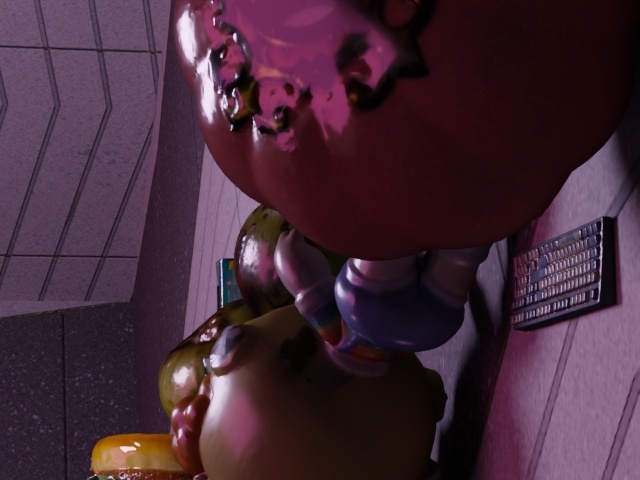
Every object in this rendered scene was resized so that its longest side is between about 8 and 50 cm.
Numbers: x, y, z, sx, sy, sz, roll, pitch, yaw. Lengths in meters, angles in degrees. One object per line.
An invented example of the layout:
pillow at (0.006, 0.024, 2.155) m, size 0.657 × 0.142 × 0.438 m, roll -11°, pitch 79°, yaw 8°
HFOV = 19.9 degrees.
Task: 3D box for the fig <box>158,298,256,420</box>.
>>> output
fig at (-0.087, 0.161, 2.026) m, size 0.191 × 0.181 × 0.181 m, roll 58°, pitch -168°, yaw -37°

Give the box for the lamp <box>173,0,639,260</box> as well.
lamp at (0.060, -0.139, 1.094) m, size 0.305 × 0.239 × 0.305 m, roll -1°, pitch 88°, yaw 37°

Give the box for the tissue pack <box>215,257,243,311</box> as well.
tissue pack at (-0.088, 0.080, 2.266) m, size 0.079 × 0.085 × 0.111 m, roll 137°, pitch 132°, yaw -77°

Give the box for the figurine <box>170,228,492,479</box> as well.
figurine at (0.012, 0.104, 1.367) m, size 0.205 × 0.224 × 0.382 m, roll -107°, pitch 21°, yaw -49°

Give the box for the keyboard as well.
keyboard at (0.154, 0.024, 1.179) m, size 0.176 × 0.014 × 0.055 m, roll 145°, pitch 128°, yaw -76°

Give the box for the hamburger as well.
hamburger at (-0.196, 0.348, 2.411) m, size 0.246 × 0.246 × 0.170 m, roll 131°, pitch 141°, yaw -74°

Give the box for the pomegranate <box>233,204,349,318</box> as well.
pomegranate at (-0.008, -0.011, 1.670) m, size 0.156 × 0.156 × 0.220 m, roll 142°, pitch 126°, yaw -76°

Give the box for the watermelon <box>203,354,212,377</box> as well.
watermelon at (-0.022, 0.162, 1.837) m, size 0.207 × 0.136 × 0.202 m, roll -153°, pitch 58°, yaw -62°
